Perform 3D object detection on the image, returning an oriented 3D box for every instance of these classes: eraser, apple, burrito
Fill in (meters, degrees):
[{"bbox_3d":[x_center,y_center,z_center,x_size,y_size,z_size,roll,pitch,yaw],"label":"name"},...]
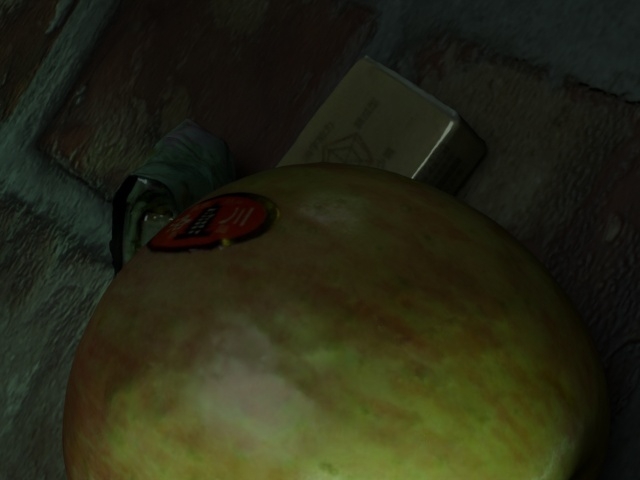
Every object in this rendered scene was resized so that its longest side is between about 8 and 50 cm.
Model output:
[{"bbox_3d":[0.000,0.000,1.165,0.144,0.078,0.343,39,93,36],"label":"eraser"},{"bbox_3d":[0.022,0.137,0.915,0.346,0.391,0.391,31,87,28],"label":"apple"},{"bbox_3d":[-0.134,-0.035,1.181,0.089,0.229,0.144,10,116,8],"label":"burrito"}]
